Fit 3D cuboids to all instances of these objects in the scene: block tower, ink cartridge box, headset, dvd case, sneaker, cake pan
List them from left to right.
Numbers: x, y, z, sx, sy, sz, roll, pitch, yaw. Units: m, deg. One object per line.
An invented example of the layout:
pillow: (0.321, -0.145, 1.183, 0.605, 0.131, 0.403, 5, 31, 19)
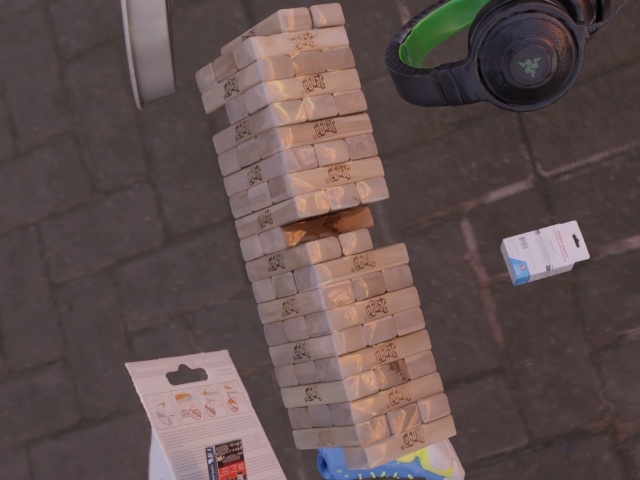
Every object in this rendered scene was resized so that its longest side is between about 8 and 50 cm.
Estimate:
cake pan: (-0.226, -0.319, 1.492, 0.054, 0.293, 0.293, -5, 85, -5)
ink cartridge box: (-0.129, 0.239, 1.284, 0.056, 0.181, 0.225, -39, 69, 28)
dvd case: (-0.090, 0.265, 1.161, 0.013, 0.087, 0.120, -12, 83, 13)
block tower: (0.000, 0.000, 0.867, 0.097, 0.091, 0.336, -18, 87, 55)
sneaker: (0.068, 0.250, 1.392, 0.126, 0.240, 0.091, -40, 30, 13)
ink cartridge box: (0.242, 0.014, 1.235, 0.083, 0.028, 0.048, -15, 70, -3)
headset: (0.271, -0.232, 1.350, 0.394, 0.243, 0.185, -7, 124, 36)
